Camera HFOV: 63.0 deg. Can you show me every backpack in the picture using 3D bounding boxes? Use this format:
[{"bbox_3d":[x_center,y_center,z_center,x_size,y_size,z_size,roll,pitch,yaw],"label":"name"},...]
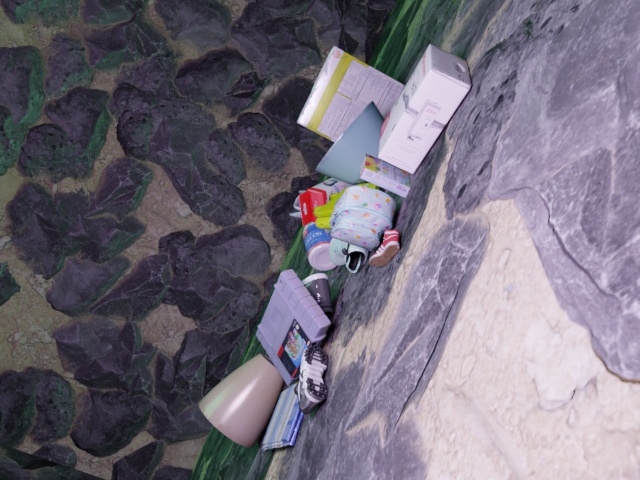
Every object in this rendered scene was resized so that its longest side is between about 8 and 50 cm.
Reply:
[{"bbox_3d":[0.117,-0.064,1.440,0.188,0.166,0.144,123,166,-61],"label":"backpack"}]

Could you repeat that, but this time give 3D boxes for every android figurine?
[{"bbox_3d":[0.096,-0.122,1.735,0.248,0.056,0.273,-41,23,-30],"label":"android figurine"}]

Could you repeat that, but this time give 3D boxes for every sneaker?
[{"bbox_3d":[-0.032,0.385,1.447,0.106,0.078,0.234,-60,12,22],"label":"sneaker"},{"bbox_3d":[0.079,0.046,1.626,0.256,0.094,0.151,123,164,-53],"label":"sneaker"},{"bbox_3d":[0.166,0.018,1.341,0.118,0.042,0.067,-45,26,47],"label":"sneaker"},{"bbox_3d":[-0.062,0.239,1.710,0.296,0.105,0.146,-43,50,40],"label":"sneaker"},{"bbox_3d":[-0.024,-0.127,2.311,0.366,0.210,0.137,167,127,-79],"label":"sneaker"}]

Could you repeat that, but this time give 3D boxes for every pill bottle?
[{"bbox_3d":[0.000,0.000,1.951,0.124,0.124,0.221,-62,26,28],"label":"pill bottle"}]

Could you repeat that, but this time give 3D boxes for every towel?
[{"bbox_3d":[-0.101,0.540,1.607,0.285,0.034,0.209,-49,17,57],"label":"towel"}]

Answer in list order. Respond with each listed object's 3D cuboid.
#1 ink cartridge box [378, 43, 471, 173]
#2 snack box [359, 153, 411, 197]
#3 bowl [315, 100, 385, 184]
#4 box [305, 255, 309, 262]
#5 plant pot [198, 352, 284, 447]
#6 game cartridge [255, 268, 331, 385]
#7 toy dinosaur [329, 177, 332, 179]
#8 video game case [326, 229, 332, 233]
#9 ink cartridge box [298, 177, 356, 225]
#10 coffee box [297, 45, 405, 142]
[{"bbox_3d":[0.276,-0.359,1.425,0.207,0.117,0.283,-77,13,-51],"label":"ink cartridge box"},{"bbox_3d":[0.180,-0.182,1.455,0.100,0.141,0.037,-79,14,-55],"label":"snack box"},{"bbox_3d":[0.141,-0.317,1.841,0.311,0.163,0.311,-50,3,4],"label":"bowl"},{"bbox_3d":[0.015,0.014,2.143,0.180,0.078,0.147,135,156,-67],"label":"box"},{"bbox_3d":[-0.257,0.559,1.912,0.274,0.256,0.256,-52,7,-7],"label":"plant pot"},{"bbox_3d":[-0.098,0.287,1.660,0.230,0.068,0.355,55,141,29],"label":"game cartridge"},{"bbox_3d":[0.077,-0.261,2.370,0.296,0.127,0.200,-178,111,-85],"label":"toy dinosaur"},{"bbox_3d":[0.091,-0.074,1.817,0.143,0.019,0.157,-32,-2,-7],"label":"video game case"},{"bbox_3d":[0.032,-0.144,1.923,0.231,0.078,0.134,-31,-55,-37],"label":"ink cartridge box"},{"bbox_3d":[0.120,-0.591,2.260,0.338,0.335,0.337,-62,8,13],"label":"coffee box"}]
